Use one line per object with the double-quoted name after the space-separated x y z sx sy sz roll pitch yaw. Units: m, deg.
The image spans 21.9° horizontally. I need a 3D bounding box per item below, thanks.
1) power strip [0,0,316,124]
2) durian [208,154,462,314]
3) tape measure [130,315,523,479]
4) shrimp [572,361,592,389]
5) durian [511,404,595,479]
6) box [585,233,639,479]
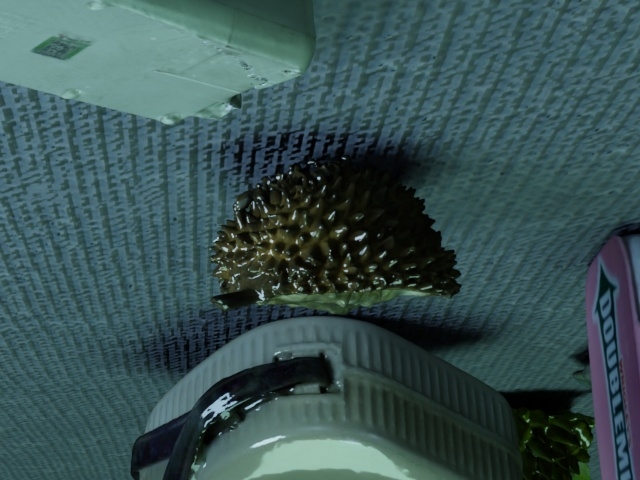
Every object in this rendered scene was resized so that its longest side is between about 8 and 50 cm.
-0.087 -0.076 0.517 0.192 0.035 0.081 12 157 -44 "power strip"
-0.002 -0.001 0.729 0.110 0.071 0.140 -10 177 39 "durian"
-0.025 0.175 1.081 0.231 0.133 0.271 28 132 -29 "tape measure"
0.305 0.093 1.132 0.246 0.085 0.360 4 168 0 "shrimp"
0.163 0.197 1.460 0.169 0.157 0.355 -39 165 -6 "durian"
0.339 0.086 0.893 0.369 0.190 0.112 -1 164 -5 "box"
